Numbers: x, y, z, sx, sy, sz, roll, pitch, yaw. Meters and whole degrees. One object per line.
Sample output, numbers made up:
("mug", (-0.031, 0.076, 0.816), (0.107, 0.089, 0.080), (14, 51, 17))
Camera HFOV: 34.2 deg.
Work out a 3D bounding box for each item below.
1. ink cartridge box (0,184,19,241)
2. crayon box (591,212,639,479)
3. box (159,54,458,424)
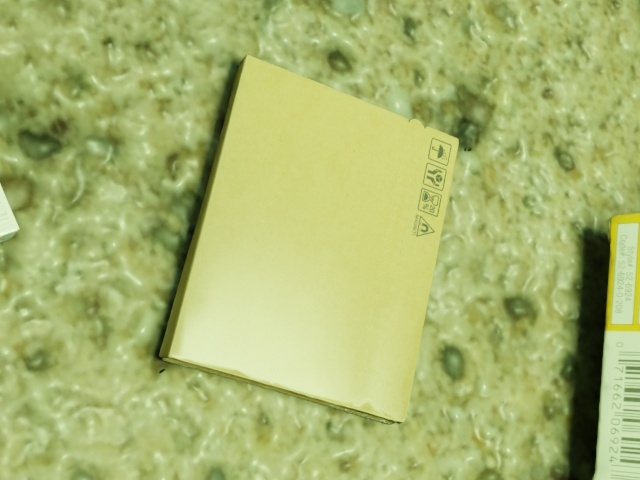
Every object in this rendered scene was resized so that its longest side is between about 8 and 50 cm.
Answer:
("ink cartridge box", (-0.206, -0.034, 0.573), (0.048, 0.028, 0.083), (-24, 90, -27))
("crayon box", (0.342, 0.083, 0.644), (0.083, 0.323, 0.203), (25, 68, -50))
("box", (0.000, 0.000, 0.666), (0.164, 0.021, 0.201), (19, 73, -20))
